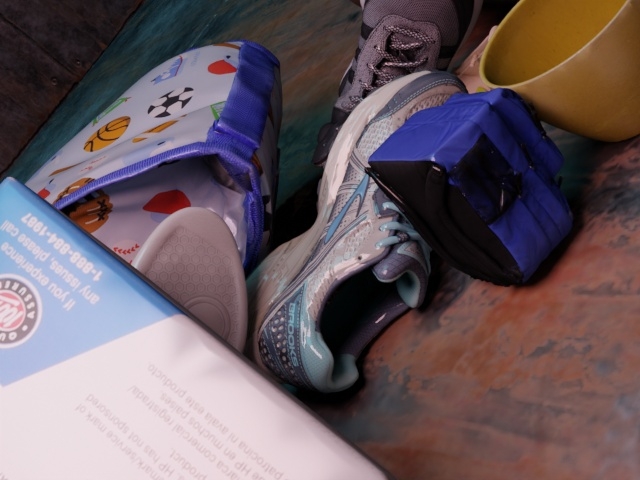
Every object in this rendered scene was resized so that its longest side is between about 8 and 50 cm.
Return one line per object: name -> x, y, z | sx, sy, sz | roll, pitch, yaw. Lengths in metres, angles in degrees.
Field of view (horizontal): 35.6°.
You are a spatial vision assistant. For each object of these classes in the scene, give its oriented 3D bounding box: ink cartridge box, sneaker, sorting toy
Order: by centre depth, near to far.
ink cartridge box -> -0.171, 0.212, 0.539 | 0.285, 0.166, 0.395 | 35, 82, 25
sneaker -> 0.052, -0.003, 0.767 | 0.122, 0.110, 0.283 | 20, 77, 53
sneaker -> -0.136, 0.118, 0.768 | 0.147, 0.105, 0.295 | 7, 89, 65
sorting toy -> 0.142, -0.128, 0.855 | 0.083, 0.045, 0.075 | 137, 150, -67
sneaker -> 0.063, -0.132, 0.859 | 0.268, 0.101, 0.153 | 109, 179, -64

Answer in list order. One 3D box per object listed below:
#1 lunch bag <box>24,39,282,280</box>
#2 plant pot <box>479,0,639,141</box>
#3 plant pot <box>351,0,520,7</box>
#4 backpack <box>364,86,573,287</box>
lunch bag -> -0.171, 0.003, 0.948 | 0.385, 0.239, 0.328 | -48, 17, 20
plant pot -> 0.192, -0.124, 0.687 | 0.134, 0.095, 0.134 | -39, 25, 22
plant pot -> 0.151, -0.317, 0.917 | 0.263, 0.263, 0.229 | -50, 39, -4
backpack -> 0.111, -0.034, 0.659 | 0.101, 0.120, 0.098 | -43, 19, -11
